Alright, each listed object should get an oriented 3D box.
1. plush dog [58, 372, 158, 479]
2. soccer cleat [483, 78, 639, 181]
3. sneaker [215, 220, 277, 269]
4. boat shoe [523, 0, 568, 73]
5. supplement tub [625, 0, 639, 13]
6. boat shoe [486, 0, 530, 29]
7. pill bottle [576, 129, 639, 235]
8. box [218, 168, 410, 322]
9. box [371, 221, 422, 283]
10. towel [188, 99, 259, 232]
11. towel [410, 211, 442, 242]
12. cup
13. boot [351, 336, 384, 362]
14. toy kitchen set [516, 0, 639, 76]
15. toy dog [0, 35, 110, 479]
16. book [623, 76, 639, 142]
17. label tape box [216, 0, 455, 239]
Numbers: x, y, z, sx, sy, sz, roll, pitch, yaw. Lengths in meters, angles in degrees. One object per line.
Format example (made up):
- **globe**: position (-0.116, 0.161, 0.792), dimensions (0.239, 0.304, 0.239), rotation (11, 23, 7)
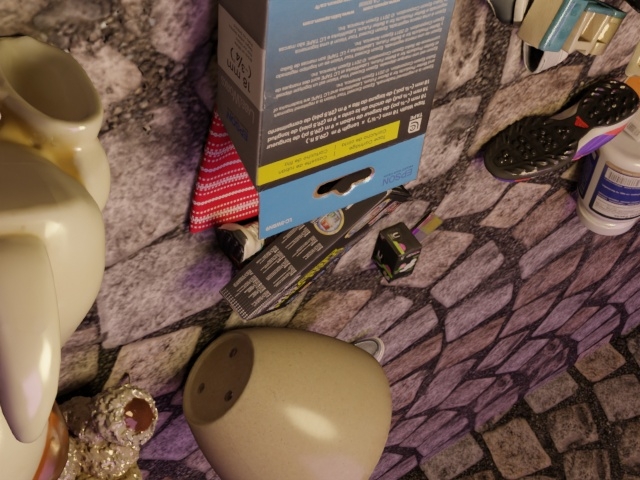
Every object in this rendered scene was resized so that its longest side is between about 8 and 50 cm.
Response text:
- **plush dog**: position (-0.381, 0.308, 1.258), dimensions (0.225, 0.210, 0.262), rotation (0, 108, -29)
- **soccer cleat**: position (0.411, -0.167, 1.471), dimensions (0.318, 0.108, 0.116), rotation (-29, 155, -19)
- **sneaker**: position (-0.096, -0.008, 1.156), dimensions (0.075, 0.057, 0.161), rotation (-38, 175, -12)
- **boat shoe**: position (0.314, -0.299, 1.206), dimensions (0.063, 0.066, 0.184), rotation (-36, 162, -3)
- **supplement tub**: position (0.420, -0.405, 1.000), dimensions (0.207, 0.207, 0.338), rotation (-45, 152, 15)
- **boat shoe**: position (0.204, -0.347, 0.991), dimensions (0.319, 0.099, 0.116), rotation (37, 69, -73)
- **pill bottle**: position (0.593, -0.129, 1.679), dimensions (0.153, 0.153, 0.264), rotation (-29, 152, -14)
- **box**: position (0.000, 0.000, 1.225), dimensions (0.270, 0.060, 0.216), rotation (-42, 173, 10)
- **box**: position (0.131, 0.022, 1.478), dimensions (0.052, 0.062, 0.083), rotation (-21, 149, -25)
- **towel**: position (-0.058, -0.123, 1.077), dimensions (0.199, 0.031, 0.275), rotation (-16, 146, -32)
- **towel**: position (0.180, -0.017, 1.532), dimensions (0.083, 0.009, 0.060), rotation (-43, 152, 13)
- **cup**: position (-0.083, 0.272, 1.403), dimensions (0.331, 0.331, 0.237), rotation (-43, 125, 12)
- **boot**: position (0.042, 0.249, 1.716), dimensions (0.190, 0.069, 0.086), rotation (-34, 155, -2)
- **toy kitchen set**: position (0.382, -0.268, 1.066), dimensions (0.207, 0.166, 0.122), rotation (-13, 135, -50)
- **toy dog**: position (-0.309, 0.075, 0.731), dimensions (0.284, 0.395, 0.408), rotation (-20, 141, -46)
- **book**: position (0.589, -0.262, 1.530), dimensions (0.035, 0.096, 0.144), rotation (-1, 136, -49)
- **label tape box**: position (0.013, -0.187, 0.924), dimensions (0.241, 0.106, 0.333), rotation (-21, 141, -27)
